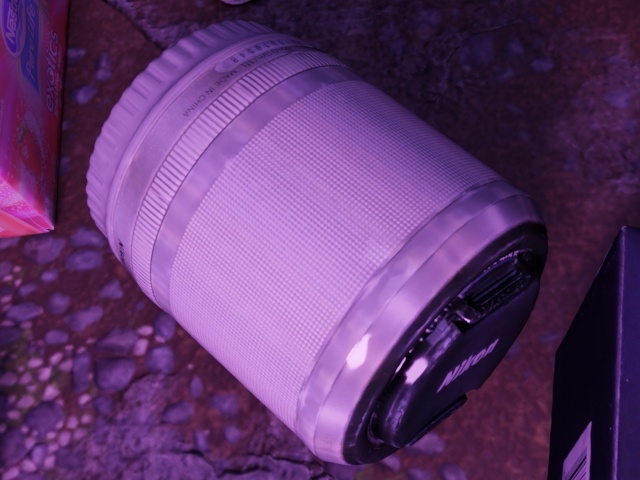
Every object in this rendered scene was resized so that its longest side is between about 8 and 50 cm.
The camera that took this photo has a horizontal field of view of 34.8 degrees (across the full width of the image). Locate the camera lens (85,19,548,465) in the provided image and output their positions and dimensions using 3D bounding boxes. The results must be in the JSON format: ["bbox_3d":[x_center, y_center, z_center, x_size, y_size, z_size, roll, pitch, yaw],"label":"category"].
[{"bbox_3d":[0.000,0.000,0.710,0.274,0.219,0.219,40,79,24],"label":"camera lens"}]

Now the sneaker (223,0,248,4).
[{"bbox_3d":[-0.025,-0.271,0.923,0.175,0.067,0.064,-27,62,-3],"label":"sneaker"}]

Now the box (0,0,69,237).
[{"bbox_3d":[-0.317,-0.159,0.888,0.154,0.142,0.300,-6,65,8],"label":"box"}]

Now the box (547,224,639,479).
[{"bbox_3d":[0.283,0.174,0.556,0.294,0.182,0.296,9,60,4],"label":"box"}]
